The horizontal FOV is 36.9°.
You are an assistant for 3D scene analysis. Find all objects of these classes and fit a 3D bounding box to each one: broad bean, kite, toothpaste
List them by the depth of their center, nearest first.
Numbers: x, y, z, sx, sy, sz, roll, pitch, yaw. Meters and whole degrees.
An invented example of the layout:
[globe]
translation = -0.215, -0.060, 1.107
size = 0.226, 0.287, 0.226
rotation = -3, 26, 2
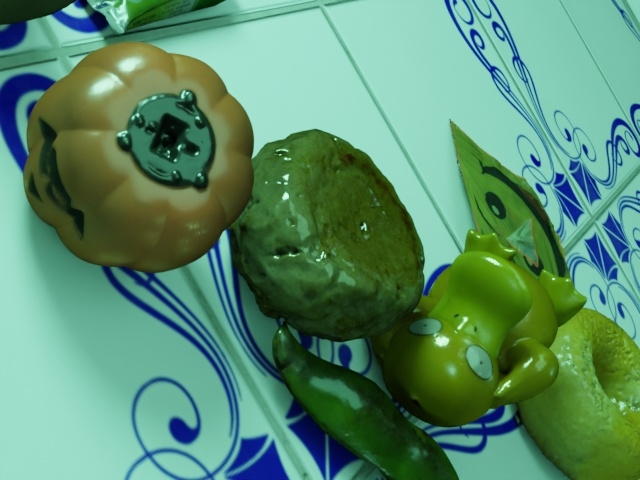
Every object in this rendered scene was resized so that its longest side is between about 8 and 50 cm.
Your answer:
[broad bean]
translation = 0.063, 0.197, 0.958
size = 0.339, 0.061, 0.077
rotation = 46, 49, -20
[toothpaste]
translation = -0.160, -0.270, 1.027
size = 0.078, 0.047, 0.248
rotation = 49, 37, 4
[kite]
translation = 0.286, -0.020, 1.408
size = 0.377, 0.013, 0.327
rotation = 57, 30, 2

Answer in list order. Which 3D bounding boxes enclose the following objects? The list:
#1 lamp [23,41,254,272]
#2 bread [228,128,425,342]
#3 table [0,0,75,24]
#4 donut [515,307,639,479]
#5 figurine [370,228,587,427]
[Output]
[lamp]
translation = -0.152, -0.065, 0.793
size = 0.188, 0.164, 0.187
rotation = 6, 80, -32
[bread]
translation = 0.000, 0.000, 0.968
size = 0.230, 0.123, 0.230
rotation = 29, 45, -34
[table]
translation = -0.292, -0.324, 0.817
size = 0.167, 0.167, 0.226
rotation = 6, 53, -50
[donut]
translation = 0.370, 0.211, 1.297
size = 0.278, 0.108, 0.277
rotation = 32, 43, -35
[figurine]
translation = 0.174, 0.102, 1.077
size = 0.228, 0.215, 0.215
rotation = -6, 71, -66
